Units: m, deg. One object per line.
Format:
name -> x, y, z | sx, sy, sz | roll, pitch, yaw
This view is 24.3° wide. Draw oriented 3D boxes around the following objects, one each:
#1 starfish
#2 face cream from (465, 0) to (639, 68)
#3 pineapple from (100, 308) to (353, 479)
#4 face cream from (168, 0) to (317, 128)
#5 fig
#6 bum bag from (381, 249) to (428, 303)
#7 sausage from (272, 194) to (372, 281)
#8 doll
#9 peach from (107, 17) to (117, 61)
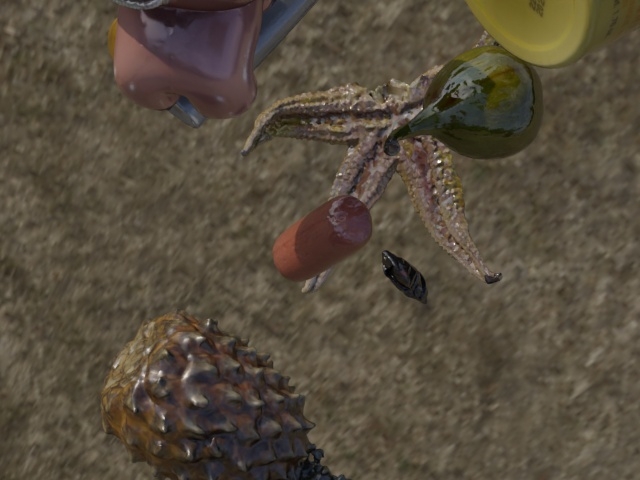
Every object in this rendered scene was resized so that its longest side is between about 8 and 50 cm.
starfish -> 0.098, -0.122, 2.024 | 0.398, 0.132, 0.383 | -6, 94, 4
face cream -> 0.246, -0.293, 1.394 | 0.179, 0.218, 0.218 | -30, 78, -22
pineapple -> -0.053, 0.220, 1.498 | 0.361, 0.175, 0.175 | 41, 53, -21
face cream -> -0.064, -0.234, 1.434 | 0.107, 0.073, 0.269 | 37, 83, 14
fig -> 0.137, -0.126, 1.566 | 0.236, 0.124, 0.124 | -26, 76, -37
bum bag -> 0.115, 0.049, 1.986 | 0.034, 0.124, 0.058 | -37, 65, 10
sausage -> 0.000, 0.000, 1.587 | 0.062, 0.154, 0.062 | 11, 67, -27
doll -> -0.114, -0.239, 1.237 | 0.284, 0.268, 0.216 | 7, 80, 7
peach -> -0.216, -0.302, 2.060 | 0.103, 0.179, 0.179 | 45, 55, -12
